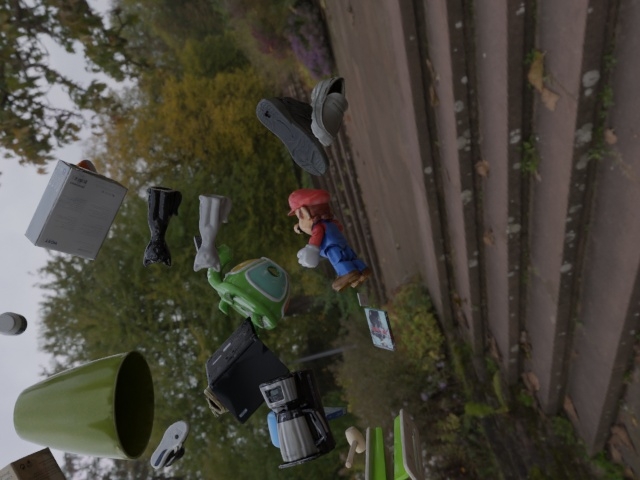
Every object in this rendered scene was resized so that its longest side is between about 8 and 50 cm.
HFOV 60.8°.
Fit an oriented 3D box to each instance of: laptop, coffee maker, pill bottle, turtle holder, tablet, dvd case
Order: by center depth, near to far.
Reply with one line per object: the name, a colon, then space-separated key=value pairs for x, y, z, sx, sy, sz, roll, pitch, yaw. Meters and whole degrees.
coffee maker: x=-0.047 y=0.373 z=1.166 sx=0.171 sy=0.120 sz=0.178 roll=65 pitch=-173 yaw=-75
dvd case: x=0.169 y=0.249 z=1.541 sx=0.087 sy=0.013 sz=0.120 roll=3 pitch=112 yaw=55
pill bottle: x=-0.879 y=0.237 z=1.543 sx=0.120 sy=0.067 sz=0.067 roll=145 pitch=111 yaw=-71
laptop: x=-0.251 y=0.424 z=1.824 sx=0.136 sy=0.234 sz=0.264 roll=43 pitch=-179 yaw=-23
turtle holder: x=-0.256 y=0.173 z=1.984 sx=0.227 sy=0.320 sz=0.243 roll=-54 pitch=-22 yaw=-22
tablet: x=0.178 y=0.244 z=2.254 sx=0.083 sy=0.006 sz=0.054 roll=12 pitch=-118 yaw=-57

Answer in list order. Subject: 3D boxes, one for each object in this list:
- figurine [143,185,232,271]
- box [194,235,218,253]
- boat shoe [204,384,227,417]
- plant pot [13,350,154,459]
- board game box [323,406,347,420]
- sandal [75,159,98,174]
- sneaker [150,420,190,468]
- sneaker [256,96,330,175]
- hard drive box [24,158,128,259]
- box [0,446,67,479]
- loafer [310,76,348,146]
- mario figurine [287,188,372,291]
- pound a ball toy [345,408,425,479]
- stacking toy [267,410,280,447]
figurine: x=-0.349 y=-0.022 z=1.419 sx=0.092 sy=0.214 sz=0.210 roll=-115 pitch=33 yaw=-79
box: x=-0.404 y=0.018 z=1.922 sx=0.083 sy=0.067 sz=0.018 roll=66 pitch=149 yaw=30
boat shoe: x=-0.400 y=0.600 z=2.078 sx=0.104 sy=0.089 sz=0.285 roll=34 pitch=146 yaw=20
plant pot: x=-0.627 y=0.442 z=1.431 sx=0.275 sy=0.293 sz=0.275 roll=-6 pitch=-90 yaw=-89
board game box: x=0.010 y=0.469 z=1.476 sx=0.090 sy=0.090 sz=0.020 roll=2 pitch=-100 yaw=-50
sandal: x=-0.776 y=-0.172 z=1.696 sx=0.265 sy=0.076 sz=0.102 roll=-82 pitch=-22 yaw=-61
sneaker: x=-0.557 y=0.784 z=2.121 sx=0.079 sy=0.217 sz=0.121 roll=41 pitch=-174 yaw=27
sneaker: x=-0.038 y=-0.261 z=1.312 sx=0.227 sy=0.087 sz=0.130 roll=47 pitch=-137 yaw=8
hard drive box: x=-0.678 y=-0.081 z=1.522 sx=0.089 sy=0.232 sz=0.181 roll=28 pitch=-178 yaw=39
box: x=-0.564 y=0.602 z=1.098 sx=0.311 sy=0.148 sz=0.121 roll=54 pitch=-177 yaw=10
loafer: x=0.030 y=-0.418 z=1.717 sx=0.112 sy=0.111 sz=0.320 roll=42 pitch=-146 yaw=-35
mario figurine: x=0.000 y=0.000 z=1.525 sx=0.321 sy=0.170 sz=0.198 roll=59 pitch=175 yaw=17
pound a ball toy: x=0.177 y=0.611 z=1.492 sx=0.136 sy=0.208 sz=0.319 roll=56 pitch=-168 yaw=-8
stacking toy: x=-0.086 y=0.615 z=2.041 sx=0.302 sy=0.175 sz=0.166 roll=-77 pitch=-19 yaw=-69
